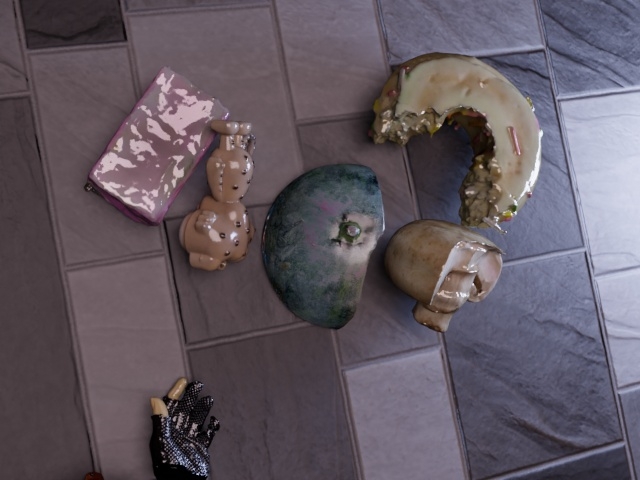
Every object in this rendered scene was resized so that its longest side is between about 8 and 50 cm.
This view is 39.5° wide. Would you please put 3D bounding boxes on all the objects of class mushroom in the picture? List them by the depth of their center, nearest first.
[{"bbox_3d":[0.219,0.055,1.740,0.253,0.189,0.195,4,113,-47],"label":"mushroom"}]

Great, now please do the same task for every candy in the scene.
[{"bbox_3d":[-0.296,-0.167,1.624,0.155,0.116,0.265,34,72,-10],"label":"candy"}]

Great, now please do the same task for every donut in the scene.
[{"bbox_3d":[0.283,-0.216,1.797,0.371,0.150,0.307,41,66,-7],"label":"donut"}]

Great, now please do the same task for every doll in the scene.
[{"bbox_3d":[-0.172,-0.082,1.621,0.119,0.154,0.278,11,91,25],"label":"doll"}]

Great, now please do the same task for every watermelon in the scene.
[{"bbox_3d":[0.003,-0.001,1.673,0.188,0.175,0.322,6,81,-19],"label":"watermelon"}]

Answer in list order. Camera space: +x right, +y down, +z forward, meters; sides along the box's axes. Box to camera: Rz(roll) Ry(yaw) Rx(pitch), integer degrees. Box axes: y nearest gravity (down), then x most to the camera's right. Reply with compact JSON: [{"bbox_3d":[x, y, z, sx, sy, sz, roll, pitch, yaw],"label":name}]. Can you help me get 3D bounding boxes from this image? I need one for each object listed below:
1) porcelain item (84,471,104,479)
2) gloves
[{"bbox_3d":[-0.351,0.482,1.499,0.253,0.253,0.253,2,83,-19],"label":"porcelain item"},{"bbox_3d":[-0.253,0.337,1.600,0.129,0.106,0.181,10,52,-19],"label":"gloves"}]
